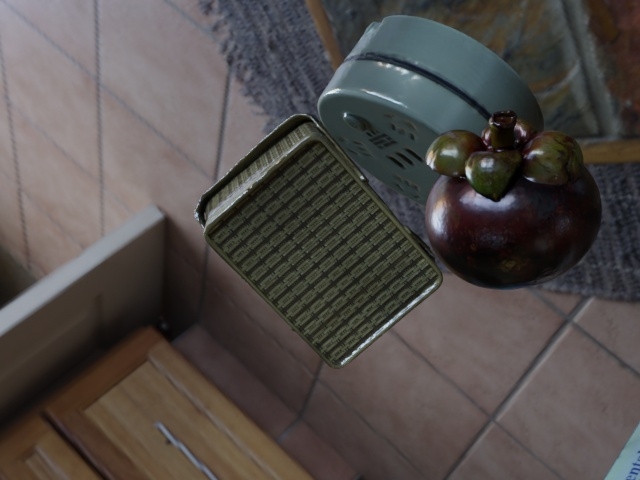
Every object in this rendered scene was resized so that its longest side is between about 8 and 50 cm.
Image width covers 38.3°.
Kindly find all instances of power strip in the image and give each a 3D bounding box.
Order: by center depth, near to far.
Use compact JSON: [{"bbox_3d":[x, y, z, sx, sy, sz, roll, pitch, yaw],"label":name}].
[{"bbox_3d":[0.181,-0.180,1.465,0.357,0.161,0.357,31,166,9],"label":"power strip"}]

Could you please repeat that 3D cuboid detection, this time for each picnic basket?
[{"bbox_3d":[0.000,0.000,0.677,0.164,0.115,0.079,47,-175,-17],"label":"picnic basket"}]

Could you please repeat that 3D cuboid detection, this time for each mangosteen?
[{"bbox_3d":[0.193,-0.045,0.949,0.200,0.200,0.199,33,144,28],"label":"mangosteen"}]

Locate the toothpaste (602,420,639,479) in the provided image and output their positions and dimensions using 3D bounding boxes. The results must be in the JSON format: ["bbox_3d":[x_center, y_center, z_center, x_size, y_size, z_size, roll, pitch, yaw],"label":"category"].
[{"bbox_3d":[0.210,0.131,0.497,0.067,0.336,0.081,-12,114,50],"label":"toothpaste"}]
